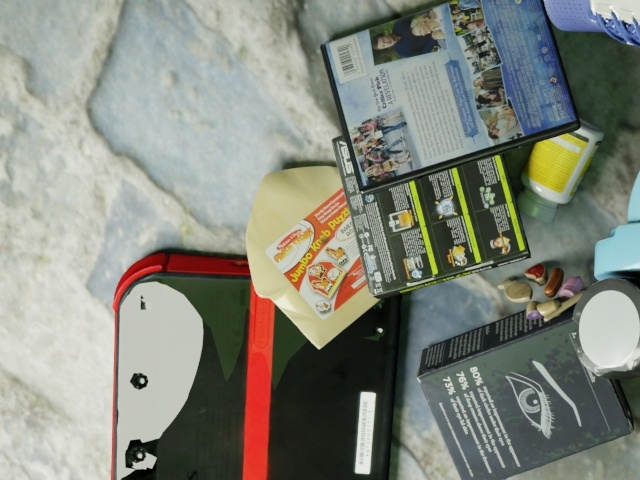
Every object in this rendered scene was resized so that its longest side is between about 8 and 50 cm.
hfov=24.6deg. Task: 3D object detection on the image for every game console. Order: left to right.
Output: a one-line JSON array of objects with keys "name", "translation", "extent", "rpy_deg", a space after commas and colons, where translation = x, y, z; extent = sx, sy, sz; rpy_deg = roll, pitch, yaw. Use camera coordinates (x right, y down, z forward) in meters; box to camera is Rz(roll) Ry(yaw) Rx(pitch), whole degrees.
[{"name": "game console", "translation": [-0.084, 0.212, 1.763], "extent": [0.341, 0.060, 0.387], "rpy_deg": [3, 105, 0]}]

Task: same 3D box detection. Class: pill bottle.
[{"name": "pill bottle", "translation": [0.261, -0.081, 1.631], "extent": [0.065, 0.065, 0.116], "rpy_deg": [25, 105, 1]}]

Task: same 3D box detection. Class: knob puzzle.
[{"name": "knob puzzle", "translation": [0.000, 0.000, 1.682], "extent": [0.213, 0.030, 0.213], "rpy_deg": [0, 78, -1]}]

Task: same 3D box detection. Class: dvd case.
[{"name": "dvd case", "translation": [0.140, -0.169, 1.614], "extent": [0.253, 0.022, 0.180], "rpy_deg": [-17, 79, 11]}]

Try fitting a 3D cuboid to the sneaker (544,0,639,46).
[{"name": "sneaker", "translation": [0.356, -0.216, 1.458], "extent": [0.315, 0.127, 0.182], "rpy_deg": [-1, 70, 41]}]

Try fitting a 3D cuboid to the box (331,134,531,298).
[{"name": "box", "translation": [0.122, -0.048, 1.636], "extent": [0.184, 0.045, 0.191], "rpy_deg": [-16, 79, 9]}]

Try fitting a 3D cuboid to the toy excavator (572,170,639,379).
[{"name": "toy excavator", "translation": [0.473, -0.080, 1.494], "extent": [0.433, 0.222, 0.445], "rpy_deg": [-9, 76, 49]}]

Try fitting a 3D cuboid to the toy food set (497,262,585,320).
[{"name": "toy food set", "translation": [0.255, 0.058, 1.648], "extent": [0.078, 0.122, 0.019], "rpy_deg": [-33, 115, -2]}]

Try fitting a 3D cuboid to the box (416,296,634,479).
[{"name": "box", "translation": [0.232, 0.171, 1.676], "extent": [0.207, 0.108, 0.153], "rpy_deg": [-21, 100, 12]}]
